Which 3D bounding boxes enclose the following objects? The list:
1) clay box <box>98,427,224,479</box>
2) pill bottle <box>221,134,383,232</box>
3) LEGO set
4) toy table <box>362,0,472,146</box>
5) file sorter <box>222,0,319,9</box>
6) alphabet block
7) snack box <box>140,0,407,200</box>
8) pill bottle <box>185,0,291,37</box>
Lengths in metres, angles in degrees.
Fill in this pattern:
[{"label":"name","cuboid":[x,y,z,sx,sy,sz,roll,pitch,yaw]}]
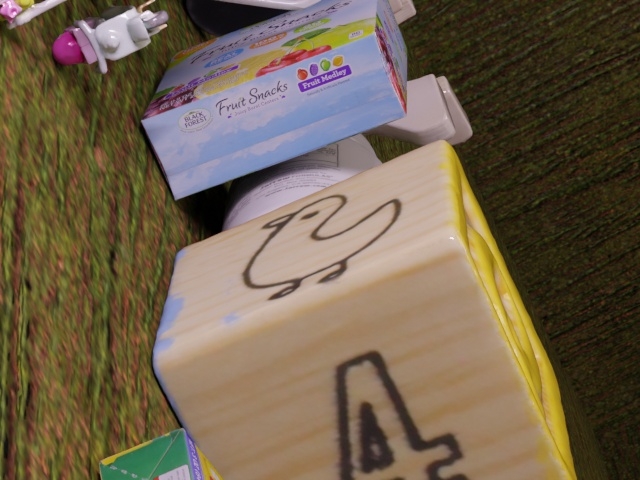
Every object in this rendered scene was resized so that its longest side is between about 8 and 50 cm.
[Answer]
[{"label":"clay box","cuboid":[-0.035,0.207,1.006,0.222,0.053,0.127,56,13,-47]},{"label":"pill bottle","cuboid":[-0.006,-0.006,1.432,0.229,0.131,0.131,-88,154,-68]},{"label":"LEGO set","cuboid":[-0.189,-0.224,1.136,0.287,0.107,0.132,61,-25,-8]},{"label":"toy table","cuboid":[0.030,-0.156,1.903,0.274,0.161,0.252,52,17,-54]},{"label":"file sorter","cuboid":[-0.068,-0.311,1.436,0.277,0.173,0.193,-97,-164,-57]},{"label":"alphabet block","cuboid":[0.030,0.080,1.226,0.192,0.197,0.193,-89,155,-68]},{"label":"snack box","cuboid":[-0.028,-0.114,1.428,0.207,0.174,0.070,-83,152,-73]},{"label":"pill bottle","cuboid":[-0.065,-0.286,1.721,0.123,0.123,0.219,56,28,-50]}]
